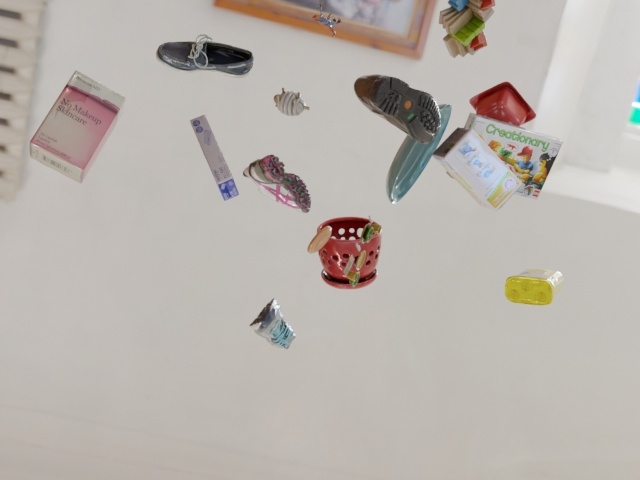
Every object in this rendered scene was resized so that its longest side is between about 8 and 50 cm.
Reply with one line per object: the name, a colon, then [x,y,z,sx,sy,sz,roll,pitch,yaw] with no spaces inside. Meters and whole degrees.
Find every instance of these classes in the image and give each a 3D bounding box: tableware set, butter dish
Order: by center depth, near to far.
tableware set: [0.099,0.027,1.739,0.154,0.024,0.104,-65,161,-15]
butter dish: [0.540,-0.373,2.333,0.159,0.160,0.118,-22,-149,46]

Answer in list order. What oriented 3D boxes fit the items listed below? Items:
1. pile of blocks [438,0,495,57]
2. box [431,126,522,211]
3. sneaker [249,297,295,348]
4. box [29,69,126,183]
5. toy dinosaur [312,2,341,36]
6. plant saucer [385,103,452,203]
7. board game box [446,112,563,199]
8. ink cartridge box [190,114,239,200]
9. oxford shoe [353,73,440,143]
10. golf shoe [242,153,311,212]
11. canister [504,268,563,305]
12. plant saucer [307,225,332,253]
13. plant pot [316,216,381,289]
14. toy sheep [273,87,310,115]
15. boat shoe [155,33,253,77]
pile of blocks: [0.430,-0.661,2.187,0.112,0.148,0.362,46,-25,36]
box: [0.403,-0.184,1.992,0.103,0.203,0.114,-46,-167,1]
sneaker: [-0.125,0.255,2.268,0.110,0.122,0.283,-49,170,-9]
box: [-0.623,-0.290,1.985,0.232,0.148,0.127,-66,-168,-20]
toy dinosaur: [0.013,-0.546,1.935,0.047,0.082,0.090,34,-48,45]
plant saucer: [0.266,-0.247,2.154,0.318,0.043,0.318,-53,166,-20]
board game box: [0.543,-0.245,2.276,0.053,0.305,0.193,-118,-136,-61]
ink cartridge box: [-0.274,-0.214,1.997,0.097,0.046,0.207,79,-14,-66]
oxford shoe: [0.143,-0.247,1.406,0.096,0.227,0.083,28,-90,42]
golf shoe: [-0.093,-0.121,1.727,0.085,0.186,0.068,-17,-134,33]
canister: [0.585,0.123,2.102,0.170,0.126,0.073,-15,106,-60]
plant saucer: [0.000,0.000,1.903,0.083,0.013,0.083,-45,163,-18]
plant pot: [0.087,0.041,2.268,0.191,0.191,0.174,-99,-175,-68]
toy sheep: [-0.095,-0.448,2.525,0.091,0.132,0.091,-49,153,-36]
boat shoe: [-0.302,-0.485,2.028,0.079,0.254,0.095,127,-28,-66]
